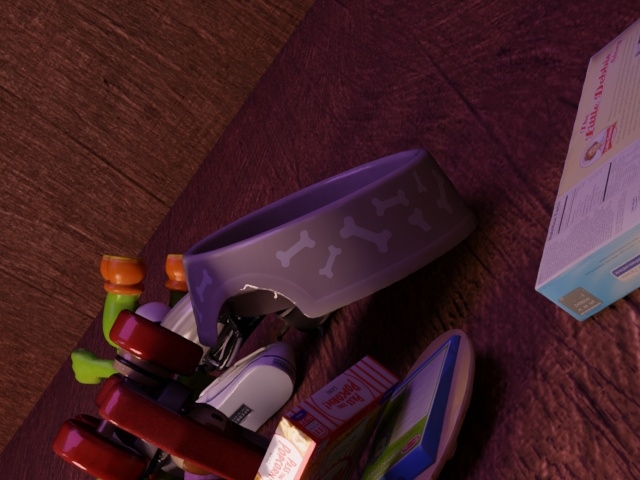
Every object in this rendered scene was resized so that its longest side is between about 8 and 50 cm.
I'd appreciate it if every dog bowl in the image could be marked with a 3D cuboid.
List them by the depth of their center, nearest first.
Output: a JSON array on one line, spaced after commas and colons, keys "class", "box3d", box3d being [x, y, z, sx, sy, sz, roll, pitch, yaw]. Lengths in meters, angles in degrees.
[{"class": "dog bowl", "box3d": [0.000, 0.000, 1.483, 0.349, 0.102, 0.349, -23, 7, 3]}]

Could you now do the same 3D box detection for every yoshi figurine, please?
[{"class": "yoshi figurine", "box3d": [-0.247, 0.202, 1.931, 0.204, 0.203, 0.362, -2, 86, 34]}]

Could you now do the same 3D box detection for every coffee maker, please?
[{"class": "coffee maker", "box3d": [-0.125, 0.076, 1.772, 0.178, 0.120, 0.171, -50, 1, 24]}]

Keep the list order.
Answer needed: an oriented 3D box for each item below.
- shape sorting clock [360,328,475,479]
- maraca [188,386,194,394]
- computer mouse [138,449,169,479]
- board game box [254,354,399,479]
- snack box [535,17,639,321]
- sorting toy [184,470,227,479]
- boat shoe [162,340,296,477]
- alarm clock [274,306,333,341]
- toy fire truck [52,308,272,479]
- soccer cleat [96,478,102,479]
[{"class": "shape sorting clock", "box3d": [0.094, 0.180, 1.243, 0.206, 0.040, 0.206, -59, 9, 15]}, {"class": "maraca", "box3d": [-0.253, 0.229, 2.189, 0.127, 0.099, 0.186, -51, -12, -1]}, {"class": "computer mouse", "box3d": [-0.243, 0.407, 1.738, 0.188, 0.072, 0.272, -49, 30, 46]}, {"class": "board game box", "box3d": [-0.010, 0.219, 1.267, 0.147, 0.045, 0.193, -30, -31, -49]}, {"class": "snack box", "box3d": [0.295, -0.098, 1.149, 0.187, 0.060, 0.322, -40, 22, 47]}, {"class": "sorting toy", "box3d": [-0.107, 0.347, 1.496, 0.365, 0.127, 0.126, 180, 93, -76]}, {"class": "boat shoe", "box3d": [-0.122, 0.232, 1.778, 0.258, 0.095, 0.084, -38, 17, 25]}, {"class": "alarm clock", "box3d": [0.000, 0.049, 1.797, 0.129, 0.064, 0.192, -43, 23, 44]}, {"class": "toy fire truck", "box3d": [-0.139, 0.206, 1.437, 0.169, 0.254, 0.302, -64, 2, -6]}, {"class": "soccer cleat", "box3d": [-0.292, 0.374, 2.004, 0.121, 0.093, 0.289, -42, 20, 27]}]
